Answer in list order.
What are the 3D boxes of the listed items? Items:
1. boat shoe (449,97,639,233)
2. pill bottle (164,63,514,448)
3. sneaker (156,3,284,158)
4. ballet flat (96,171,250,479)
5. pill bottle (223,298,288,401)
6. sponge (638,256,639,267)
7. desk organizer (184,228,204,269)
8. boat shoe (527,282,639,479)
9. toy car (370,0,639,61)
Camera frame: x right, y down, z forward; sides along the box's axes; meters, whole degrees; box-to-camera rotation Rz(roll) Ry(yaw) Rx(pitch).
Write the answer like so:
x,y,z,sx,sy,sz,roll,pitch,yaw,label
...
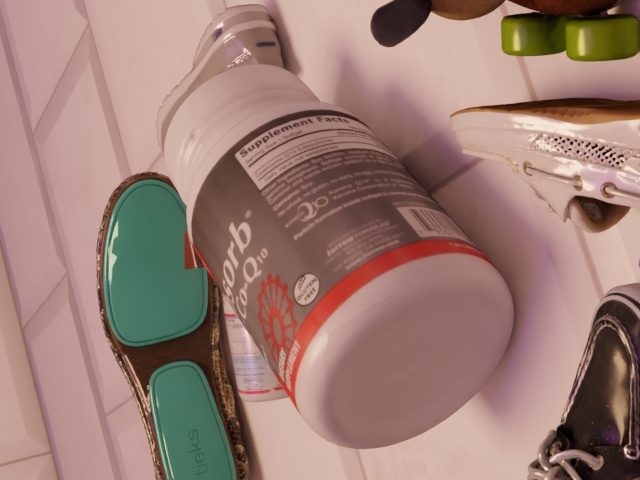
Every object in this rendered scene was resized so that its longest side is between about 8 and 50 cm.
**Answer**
x,y,z,sx,sy,sz,roll,pitch,yaw,label
0.189,-0.052,0.872,0.277,0.098,0.096,15,113,59,boat shoe
0.000,0.000,1.139,0.363,0.210,0.210,52,143,42,pill bottle
-0.117,-0.142,1.428,0.115,0.105,0.281,65,150,25,sneaker
-0.207,0.149,1.692,0.182,0.164,0.482,171,86,-84,ballet flat
-0.067,0.105,1.448,0.087,0.087,0.160,-1,99,63,pill bottle
0.267,-0.063,0.715,0.117,0.031,0.210,15,121,14,sponge
-0.096,-0.001,1.415,0.050,0.130,0.047,-12,90,65,desk organizer
0.205,0.185,0.898,0.113,0.105,0.306,20,109,62,boat shoe
0.117,-0.199,0.854,0.149,0.188,0.155,21,119,60,toy car
